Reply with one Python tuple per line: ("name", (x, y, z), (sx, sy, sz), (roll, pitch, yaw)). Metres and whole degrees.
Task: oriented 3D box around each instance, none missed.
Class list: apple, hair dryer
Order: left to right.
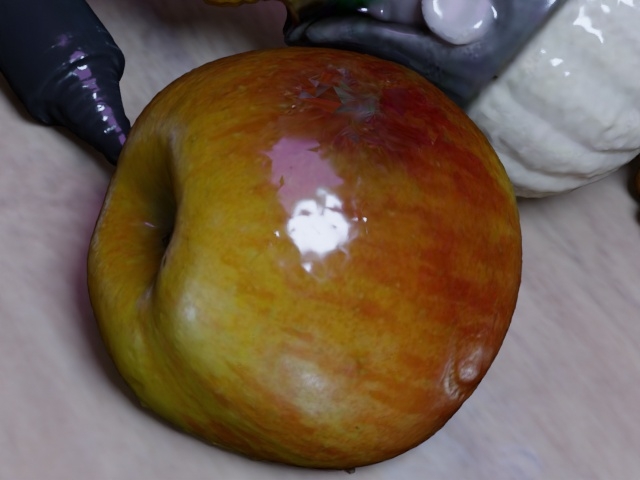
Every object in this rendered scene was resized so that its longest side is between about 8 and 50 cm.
("hair dryer", (-0.167, -0.163, 0.914), (0.189, 0.107, 0.352), (-19, 61, -34))
("apple", (0.000, 0.000, 0.748), (0.173, 0.160, 0.195), (16, 44, -32))

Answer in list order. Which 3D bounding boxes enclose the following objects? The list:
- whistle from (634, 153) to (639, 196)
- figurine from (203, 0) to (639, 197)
("whistle", (0.185, -0.030, 0.913), (0.046, 0.057, 0.109), (-24, 50, 23))
("figurine", (0.035, -0.131, 0.859), (0.332, 0.204, 0.185), (6, 24, 4))
